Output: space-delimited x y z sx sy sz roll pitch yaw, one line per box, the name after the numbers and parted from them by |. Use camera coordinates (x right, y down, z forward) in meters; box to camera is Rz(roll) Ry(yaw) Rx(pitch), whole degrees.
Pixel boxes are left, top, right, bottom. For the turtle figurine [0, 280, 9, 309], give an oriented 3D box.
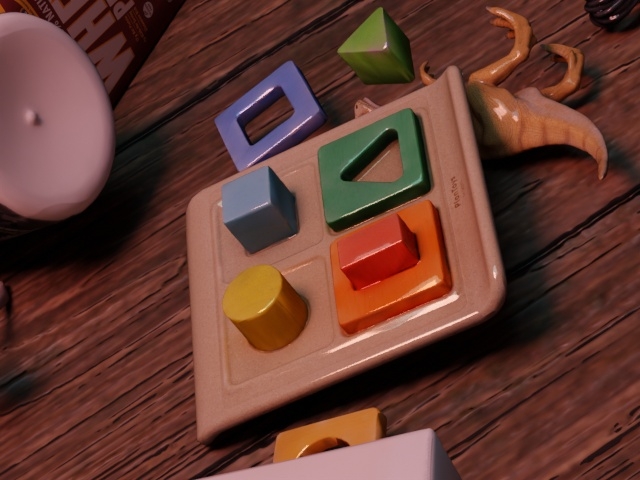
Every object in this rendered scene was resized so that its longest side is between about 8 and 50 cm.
-0.281 0.112 1.055 0.197 0.275 0.266 -4 62 -3 | turtle figurine

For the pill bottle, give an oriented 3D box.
-0.254 -0.050 1.172 0.245 0.130 0.130 -15 39 40 | pill bottle

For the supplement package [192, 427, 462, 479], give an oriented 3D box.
-0.049 0.229 0.706 0.262 0.198 0.199 -14 40 18 | supplement package

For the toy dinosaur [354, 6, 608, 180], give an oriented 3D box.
0.113 -0.070 1.058 0.211 0.064 0.112 5 62 48 | toy dinosaur

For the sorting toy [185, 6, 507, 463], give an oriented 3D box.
0.000 0.000 1.011 0.196 0.047 0.348 -27 42 19 | sorting toy

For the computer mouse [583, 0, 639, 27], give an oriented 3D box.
0.236 -0.138 1.057 0.106 0.042 0.193 -38 39 -12 | computer mouse

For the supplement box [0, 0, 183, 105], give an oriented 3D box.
-0.230 -0.163 1.299 0.194 0.129 0.191 2 48 33 | supplement box
